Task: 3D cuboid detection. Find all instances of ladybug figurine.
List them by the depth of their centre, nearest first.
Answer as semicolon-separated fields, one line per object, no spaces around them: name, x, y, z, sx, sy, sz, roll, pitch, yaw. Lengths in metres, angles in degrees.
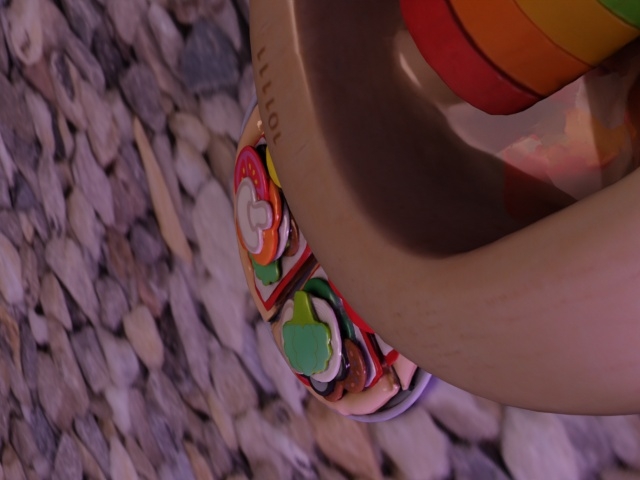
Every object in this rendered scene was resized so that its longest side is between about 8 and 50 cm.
ladybug figurine;0.120;-0.105;0.519;0.449;0.161;0.305;-24;74;63

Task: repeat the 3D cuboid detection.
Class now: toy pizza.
toy pizza;0.000;0.000;0.892;0.201;0.032;0.201;26;122;52
